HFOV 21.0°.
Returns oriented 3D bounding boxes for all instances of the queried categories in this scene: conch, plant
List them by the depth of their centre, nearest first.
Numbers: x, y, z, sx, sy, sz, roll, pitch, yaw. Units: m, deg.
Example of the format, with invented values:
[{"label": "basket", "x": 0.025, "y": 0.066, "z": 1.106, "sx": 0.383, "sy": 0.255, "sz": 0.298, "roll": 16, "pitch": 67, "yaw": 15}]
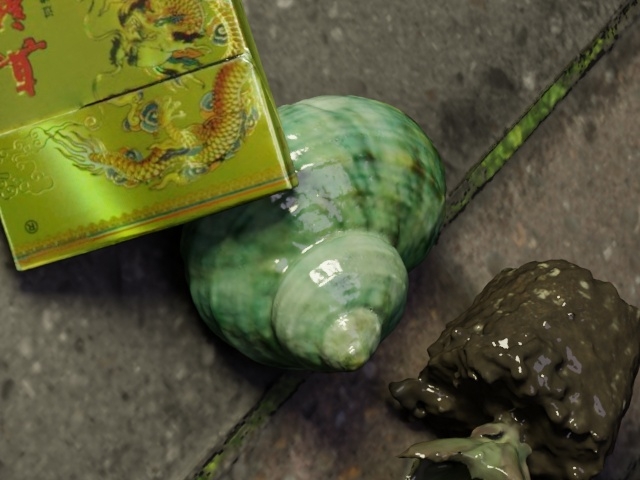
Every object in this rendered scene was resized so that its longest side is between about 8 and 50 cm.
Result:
[{"label": "conch", "x": 0.001, "y": -0.004, "z": 1.081, "sx": 0.176, "sy": 0.122, "sz": 0.188, "roll": 3, "pitch": 75, "yaw": -18}, {"label": "plant", "x": 0.127, "y": 0.113, "z": 1.142, "sx": 0.142, "sy": 0.131, "sz": 0.203, "roll": 54, "pitch": 49, "yaw": -16}]

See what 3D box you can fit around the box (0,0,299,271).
[{"label": "box", "x": -0.140, "y": -0.154, "z": 1.006, "sx": 0.173, "sy": 0.043, "sz": 0.311, "roll": -16, "pitch": 92, "yaw": 8}]
